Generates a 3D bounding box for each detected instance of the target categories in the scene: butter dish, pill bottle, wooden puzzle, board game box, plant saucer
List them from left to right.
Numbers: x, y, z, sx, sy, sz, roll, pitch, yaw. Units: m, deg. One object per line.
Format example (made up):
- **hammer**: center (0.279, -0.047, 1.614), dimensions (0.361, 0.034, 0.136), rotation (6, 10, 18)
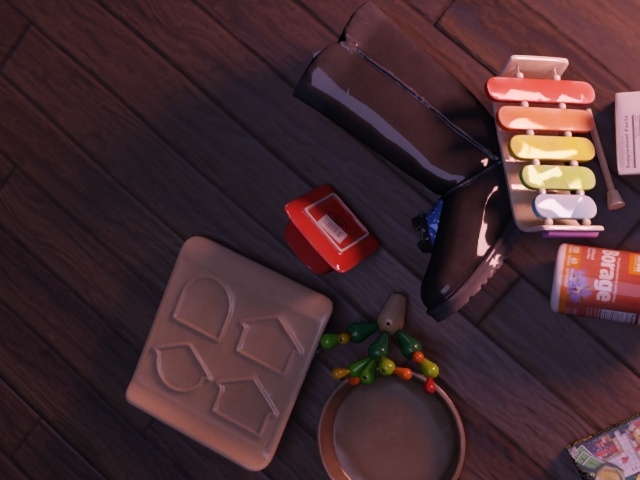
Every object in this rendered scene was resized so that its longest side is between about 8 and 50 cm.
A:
- **wooden puzzle**: center (-0.169, 0.207, 1.917), dimensions (0.322, 0.080, 0.348), rotation (25, 95, 18)
- **butter dish**: center (0.000, 0.000, 1.844), dimensions (0.160, 0.160, 0.118), rotation (49, 127, 7)
- **plant saucer**: center (0.130, 0.364, 1.872), dimensions (0.277, 0.041, 0.278), rotation (1, 95, 16)
- **pill bottle**: center (0.500, 0.076, 1.709), dimensions (0.216, 0.121, 0.121), rotation (7, 96, 15)
- **board game box**: center (0.572, 0.363, 1.757), dimensions (0.259, 0.030, 0.136), rotation (-29, 88, 15)

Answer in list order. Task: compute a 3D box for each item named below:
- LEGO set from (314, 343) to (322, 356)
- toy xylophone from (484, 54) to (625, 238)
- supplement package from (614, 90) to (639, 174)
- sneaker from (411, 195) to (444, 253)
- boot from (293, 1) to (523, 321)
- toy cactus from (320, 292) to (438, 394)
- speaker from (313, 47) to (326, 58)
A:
- **LEGO set**: center (-0.015, 0.177, 1.912), dimensions (0.054, 0.023, 0.083), rotation (6, 82, 13)
- **toy xylophone**: center (0.388, -0.149, 1.663), dimensions (0.236, 0.081, 0.323), rotation (-9, 75, -24)
- **supplement package**: center (0.604, -0.177, 1.654), dimensions (0.244, 0.139, 0.134), rotation (-2, 92, 17)
- **sneaker**: center (0.204, -0.049, 1.814), dimensions (0.084, 0.058, 0.152), rotation (2, 101, 7)
- **boot**: center (0.137, -0.134, 1.689), dimensions (0.445, 0.146, 0.367), rotation (41, 63, -3)
- **toy cactus**: center (0.117, 0.184, 1.821), dimensions (0.218, 0.112, 0.181), rotation (10, 59, 22)
- **speaker**: center (0.057, -0.334, 1.837), dimensions (0.136, 0.055, 0.055), rotation (-15, 90, 15)
